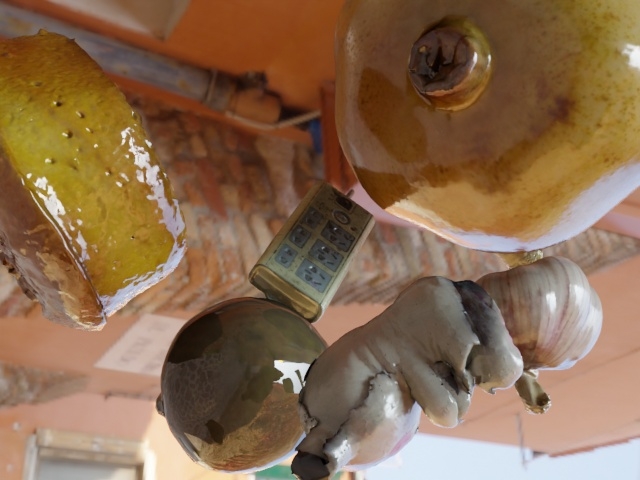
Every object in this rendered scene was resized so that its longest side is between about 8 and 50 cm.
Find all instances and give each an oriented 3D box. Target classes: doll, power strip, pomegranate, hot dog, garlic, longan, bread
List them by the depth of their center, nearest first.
[{"bbox_3d":[0.056,0.104,0.741,0.192,0.095,0.149,-38,-165,4],"label":"doll"},{"bbox_3d":[-0.071,0.135,0.941,0.189,0.189,0.189,-39,-135,54],"label":"longan"},{"bbox_3d":[-0.256,-0.054,0.959,0.312,0.172,0.312,52,-18,25],"label":"bread"},{"bbox_3d":[0.205,-0.187,1.096,0.417,0.417,0.416,-39,-135,54],"label":"pomegranate"},{"bbox_3d":[0.000,0.000,1.150,0.034,0.092,0.268,-54,-179,34],"label":"power strip"},{"bbox_3d":[0.321,0.161,1.511,0.245,0.245,0.253,-51,-148,44],"label":"garlic"},{"bbox_3d":[0.344,0.004,1.769,0.078,0.169,0.061,-37,-166,39],"label":"hot dog"}]
